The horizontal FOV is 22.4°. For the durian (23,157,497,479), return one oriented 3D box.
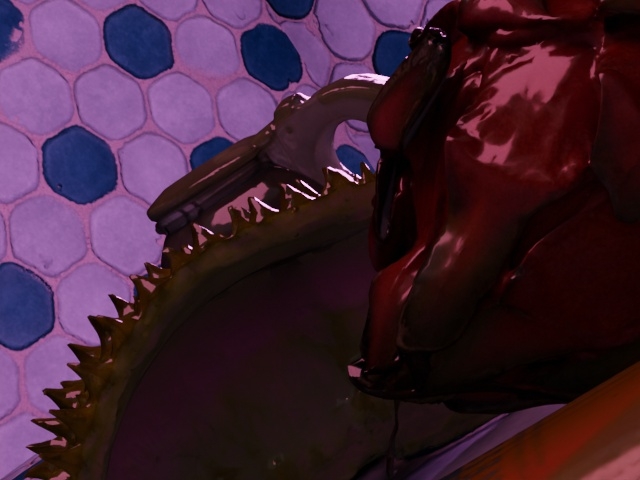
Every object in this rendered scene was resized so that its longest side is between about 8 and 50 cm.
[{"bbox_3d":[-0.016,0.071,0.894,0.355,0.169,0.157,-33,-21,-25],"label":"durian"}]

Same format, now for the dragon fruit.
[{"bbox_3d":[0.114,-0.009,0.770,0.293,0.234,0.234,-48,5,-9],"label":"dragon fruit"}]

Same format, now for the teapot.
[{"bbox_3d":[-0.018,0.013,1.398,0.239,0.239,0.321,-36,5,-33],"label":"teapot"}]

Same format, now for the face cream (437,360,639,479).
[{"bbox_3d":[0.060,0.112,0.555,0.285,0.067,0.139,-33,0,10],"label":"face cream"}]
